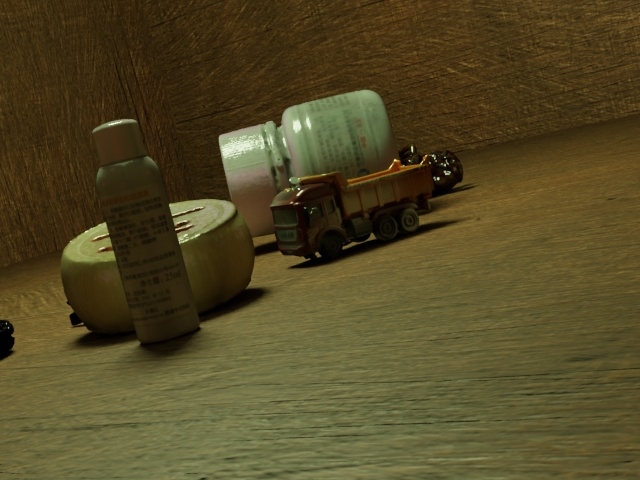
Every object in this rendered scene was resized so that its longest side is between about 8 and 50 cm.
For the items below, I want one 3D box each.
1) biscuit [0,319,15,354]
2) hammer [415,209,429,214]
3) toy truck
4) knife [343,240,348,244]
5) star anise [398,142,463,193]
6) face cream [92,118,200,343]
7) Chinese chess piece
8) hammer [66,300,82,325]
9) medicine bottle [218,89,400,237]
[{"bbox_3d":[-0.526,0.156,1.515,0.195,0.053,0.194,-13,5,1],"label":"biscuit"},{"bbox_3d":[0.143,-0.043,1.993,0.123,0.014,0.029,-13,14,4],"label":"hammer"},{"bbox_3d":[0.055,-0.057,1.727,0.270,0.135,0.114,-17,7,-30],"label":"toy truck"},{"bbox_3d":[0.000,0.000,1.910,0.060,0.028,0.230,-29,13,-18],"label":"knife"},{"bbox_3d":[0.202,-0.148,2.333,0.220,0.125,0.190,-11,9,-1],"label":"star anise"},{"bbox_3d":[-0.215,-0.013,1.302,0.082,0.269,0.082,-13,6,1],"label":"face cream"},{"bbox_3d":[-0.225,0.033,1.507,0.270,0.112,0.270,-12,17,4],"label":"Chinese chess piece"},{"bbox_3d":[-0.341,0.086,1.818,0.152,0.044,0.427,-16,5,-9],"label":"hammer"},{"bbox_3d":[-0.017,-0.138,2.079,0.325,0.256,0.256,-13,6,-3],"label":"medicine bottle"}]
